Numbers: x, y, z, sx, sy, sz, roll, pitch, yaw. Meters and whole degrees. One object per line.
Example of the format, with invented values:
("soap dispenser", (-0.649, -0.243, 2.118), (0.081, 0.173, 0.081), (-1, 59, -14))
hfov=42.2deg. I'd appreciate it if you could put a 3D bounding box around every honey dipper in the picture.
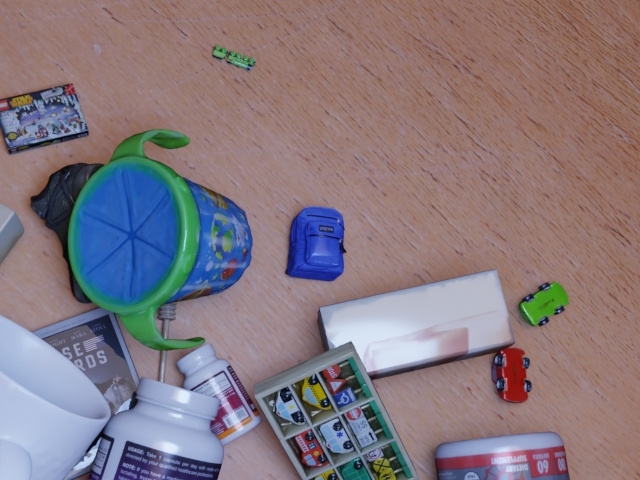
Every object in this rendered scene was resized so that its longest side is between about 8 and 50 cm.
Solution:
("honey dipper", (-0.256, 0.172, 1.364), (0.031, 0.030, 0.160), (5, 77, -13))

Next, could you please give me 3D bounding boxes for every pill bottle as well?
("pill bottle", (-0.250, 0.371, 1.202), (0.182, 0.181, 0.322), (18, 78, -9))
("pill bottle", (-0.166, 0.246, 1.331), (0.086, 0.086, 0.152), (-29, 82, -21))
("pill bottle", (0.307, 0.496, 1.314), (0.210, 0.210, 0.362), (-2, 74, -15))

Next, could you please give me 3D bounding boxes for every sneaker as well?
("sneaker", (-0.401, -0.014, 1.355), (0.087, 0.130, 0.227), (-17, 110, -57))

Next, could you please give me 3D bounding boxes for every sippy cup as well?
("sippy cup", (-0.230, -0.001, 1.297), (0.240, 0.224, 0.305), (30, 101, 28))

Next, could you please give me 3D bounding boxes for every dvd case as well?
("dvd case", (-0.375, 0.240, 1.309), (0.179, 0.029, 0.238), (-20, 80, -20))

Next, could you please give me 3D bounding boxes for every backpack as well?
("backpack", (0.000, 0.000, 1.443), (0.098, 0.101, 0.120), (10, 68, -19))

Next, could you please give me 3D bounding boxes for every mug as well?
("mug", (-0.473, 0.304, 1.085), (0.276, 0.374, 0.328), (40, 86, -33))

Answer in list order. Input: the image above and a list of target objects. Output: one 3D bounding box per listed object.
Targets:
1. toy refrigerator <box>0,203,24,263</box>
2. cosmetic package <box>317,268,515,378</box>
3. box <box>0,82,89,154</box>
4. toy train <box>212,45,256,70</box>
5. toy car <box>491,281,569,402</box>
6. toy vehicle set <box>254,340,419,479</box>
("toy refrigerator", (-0.582, 0.056, 1.279), (0.102, 0.094, 0.269), (27, 68, 2))
("cosmetic package", (0.152, 0.150, 1.378), (0.296, 0.153, 0.129), (-12, 78, -3))
("box", (-0.477, -0.208, 1.418), (0.137, 0.027, 0.093), (-18, 78, -19))
("toy train", (-0.162, -0.339, 1.547), (0.083, 0.017, 0.023), (19, 80, -8))
("toy car", (0.357, 0.151, 1.515), (0.225, 0.053, 0.239), (-29, 83, -21))
("toy vehicle set", (0.028, 0.301, 1.297), (0.166, 0.035, 0.266), (-26, 112, 2))
